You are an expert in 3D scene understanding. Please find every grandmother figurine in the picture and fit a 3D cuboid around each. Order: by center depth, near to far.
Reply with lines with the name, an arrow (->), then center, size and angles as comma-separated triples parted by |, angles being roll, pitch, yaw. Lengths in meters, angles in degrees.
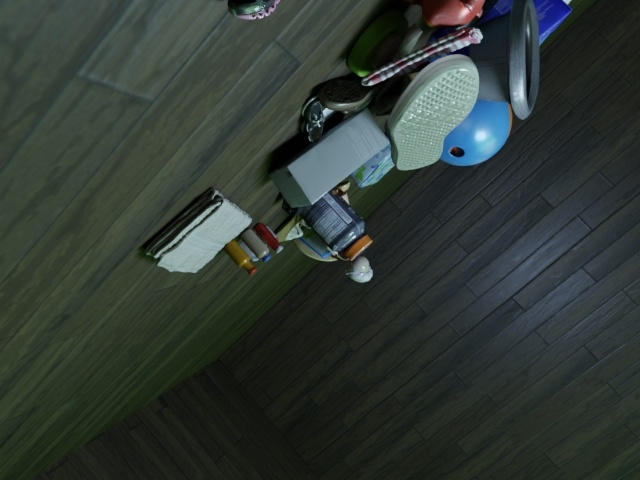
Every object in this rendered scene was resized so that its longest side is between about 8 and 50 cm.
grandmother figurine -> 0.091, -0.011, 1.625 | 0.208, 0.342, 0.104 | -32, -159, -33

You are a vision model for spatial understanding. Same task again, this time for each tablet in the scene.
tablet -> 0.015, -0.268, 1.026 | 0.083, 0.006, 0.054 | -42, 172, -6

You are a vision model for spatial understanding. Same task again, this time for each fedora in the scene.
fedora -> 0.370, -0.370, 1.004 | 0.124, 0.243, 0.275 | 2, -153, 29

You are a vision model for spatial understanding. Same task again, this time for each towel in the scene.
towel -> 0.177, -0.318, 0.854 | 0.197, 0.029, 0.144 | -17, -167, 31
towel -> -0.241, -0.010, 1.021 | 0.187, 0.049, 0.282 | -41, 173, 0

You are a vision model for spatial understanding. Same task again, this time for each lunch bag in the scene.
lunch bag -> 0.188, -0.266, 1.598 | 0.176, 0.090, 0.219 | -45, 172, 27

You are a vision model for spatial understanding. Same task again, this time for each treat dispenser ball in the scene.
treat dispenser ball -> 0.479, -0.391, 1.608 | 0.288, 0.288, 0.288 | -41, 173, -7

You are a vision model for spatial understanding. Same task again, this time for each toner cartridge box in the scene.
toner cartridge box -> 0.429, -0.506, 1.182 | 0.348, 0.165, 0.075 | -39, 172, -16

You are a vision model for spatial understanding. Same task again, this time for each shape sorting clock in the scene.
shape sorting clock -> 0.000, 0.000, 1.721 | 0.206, 0.206, 0.040 | -35, 157, -44

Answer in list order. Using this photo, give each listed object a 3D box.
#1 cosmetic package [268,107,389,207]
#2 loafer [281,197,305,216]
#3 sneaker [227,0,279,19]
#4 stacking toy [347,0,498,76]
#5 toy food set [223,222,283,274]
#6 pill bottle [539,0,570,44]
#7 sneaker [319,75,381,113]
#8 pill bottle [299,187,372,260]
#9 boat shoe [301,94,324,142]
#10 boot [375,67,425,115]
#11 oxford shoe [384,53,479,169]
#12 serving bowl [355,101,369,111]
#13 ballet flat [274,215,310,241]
cosmetic package -> 0.017, -0.178, 1.067 | 0.238, 0.107, 0.127 | -42, -164, -16
loafer -> -0.037, -0.146, 1.230 | 0.078, 0.076, 0.223 | -54, 180, -37
sneaker -> -0.052, -0.279, 0.509 | 0.119, 0.047, 0.057 | -43, 157, -16
stacking toy -> 0.209, -0.385, 0.878 | 0.309, 0.130, 0.279 | -33, 168, -48
toy food set -> -0.169, 0.025, 1.368 | 0.111, 0.104, 0.232 | -43, 172, 7
pill bottle -> 0.686, -0.703, 1.530 | 0.124, 0.124, 0.221 | -39, 173, -21
sneaker -> 0.054, -0.273, 0.951 | 0.188, 0.066, 0.071 | -35, 167, -45
pill bottle -> 0.040, -0.057, 1.425 | 0.130, 0.245, 0.130 | -41, 173, -6
boat shoe -> -0.012, -0.234, 0.949 | 0.046, 0.038, 0.125 | -31, 168, -18
boot -> 0.221, -0.366, 1.263 | 0.270, 0.089, 0.236 | -32, 164, -42
oxford shoe -> 0.216, -0.277, 1.046 | 0.169, 0.130, 0.449 | -9, 170, 2
serving bowl -> 0.093, -0.314, 1.078 | 0.083, 0.027, 0.083 | -42, 172, -7
ballet flat -> -0.069, -0.052, 1.561 | 0.232, 0.073, 0.080 | -45, 171, 27
